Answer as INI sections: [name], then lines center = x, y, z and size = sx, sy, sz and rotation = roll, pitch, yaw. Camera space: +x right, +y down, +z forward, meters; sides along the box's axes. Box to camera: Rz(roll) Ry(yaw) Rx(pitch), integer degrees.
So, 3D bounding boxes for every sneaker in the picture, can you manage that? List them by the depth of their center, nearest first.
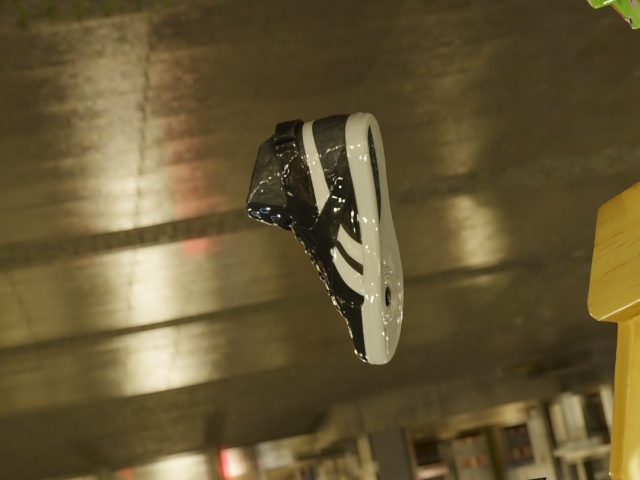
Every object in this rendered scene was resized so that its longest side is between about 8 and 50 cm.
[sneaker]
center = 0.000, 0.000, 1.341
size = 0.121, 0.217, 0.079
rotation = -3, -169, 19

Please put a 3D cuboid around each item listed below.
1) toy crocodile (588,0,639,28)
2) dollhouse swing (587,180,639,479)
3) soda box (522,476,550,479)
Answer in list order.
[toy crocodile]
center = 0.295, -0.292, 1.589
size = 0.115, 0.340, 0.105
rotation = -22, 129, -8
[dollhouse swing]
center = 0.468, 0.098, 1.491
size = 0.347, 0.305, 0.315
rotation = 6, 161, -19
[soda box]
center = 0.243, 0.323, 1.863
size = 0.053, 0.060, 0.169
rotation = -55, -173, -19
